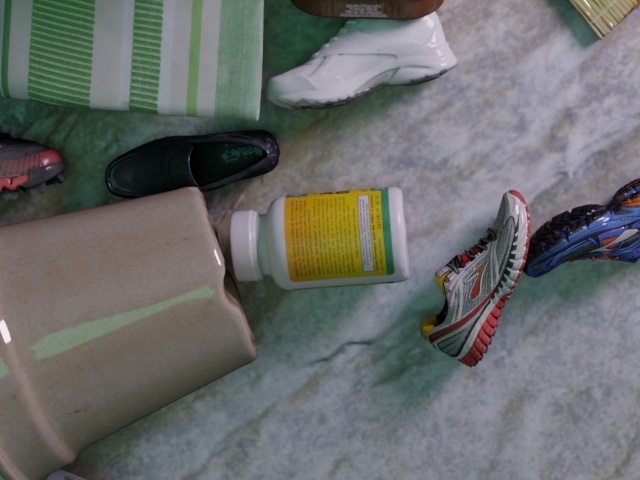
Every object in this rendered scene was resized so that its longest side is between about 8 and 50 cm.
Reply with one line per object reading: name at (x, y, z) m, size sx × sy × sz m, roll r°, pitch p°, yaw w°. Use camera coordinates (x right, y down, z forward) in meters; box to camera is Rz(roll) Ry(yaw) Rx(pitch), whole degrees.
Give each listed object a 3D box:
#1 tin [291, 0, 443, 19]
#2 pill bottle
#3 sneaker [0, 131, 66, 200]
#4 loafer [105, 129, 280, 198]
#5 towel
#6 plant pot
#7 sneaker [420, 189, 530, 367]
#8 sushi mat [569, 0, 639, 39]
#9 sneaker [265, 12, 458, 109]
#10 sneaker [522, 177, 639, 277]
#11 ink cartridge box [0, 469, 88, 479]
tin at (0.054, -0.300, 1.306) m, size 0.189 × 0.106 × 0.040 m, roll 3°, pitch 133°, yaw 4°
pill bottle at (0.000, 0.000, 1.360) m, size 0.208 × 0.117 × 0.118 m, roll -5°, pitch 100°, yaw 6°
sneaker at (-0.451, -0.120, 1.381) m, size 0.276 × 0.097 × 0.135 m, roll 4°, pitch 103°, yaw 5°
loafer at (-0.161, -0.095, 1.373) m, size 0.223 × 0.078 × 0.076 m, roll -10°, pitch 96°, yaw 6°
towel at (-0.224, -0.274, 1.319) m, size 0.324 × 0.038 × 0.248 m, roll 4°, pitch 93°, yaw 7°
plant pot at (-0.249, 0.089, 1.317) m, size 0.305 × 0.334 × 0.334 m, roll -19°, pitch 99°, yaw -4°
sneaker at (0.192, 0.042, 1.368) m, size 0.092 × 0.088 × 0.225 m, roll 22°, pitch 101°, yaw 1°
sushi mat at (0.289, -0.405, 1.309) m, size 0.151 × 0.019 × 0.316 m, roll -39°, pitch 95°, yaw 11°
sneaker at (0.040, -0.226, 1.338) m, size 0.232 × 0.090 × 0.115 m, roll -16°, pitch 93°, yaw -2°
sneaker at (0.349, -0.003, 1.352) m, size 0.221 × 0.083 × 0.087 m, roll -25°, pitch 103°, yaw 11°
ink cartridge box at (-0.356, 0.451, 1.462) m, size 0.307 × 0.072 × 0.304 m, roll 29°, pitch 103°, yaw -17°
